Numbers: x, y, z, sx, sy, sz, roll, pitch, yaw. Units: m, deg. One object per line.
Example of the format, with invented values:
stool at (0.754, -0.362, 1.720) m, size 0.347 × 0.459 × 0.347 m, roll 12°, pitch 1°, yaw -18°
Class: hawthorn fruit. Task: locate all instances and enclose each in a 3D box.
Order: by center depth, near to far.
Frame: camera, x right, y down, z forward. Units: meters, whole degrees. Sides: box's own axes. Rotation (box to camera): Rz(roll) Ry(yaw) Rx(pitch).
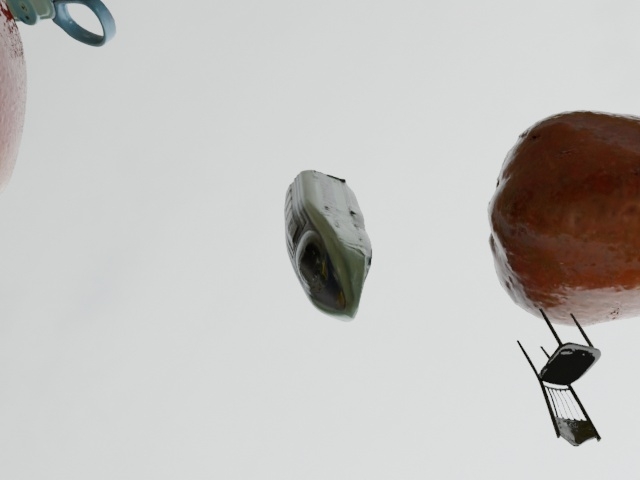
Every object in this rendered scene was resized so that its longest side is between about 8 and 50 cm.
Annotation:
hawthorn fruit at (0.295, -0.022, 1.046) m, size 0.299 × 0.211 × 0.211 m, roll -4°, pitch -126°, yaw 38°

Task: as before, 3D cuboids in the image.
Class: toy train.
toy train at (0.001, 0.000, 0.797) m, size 0.055 × 0.048 × 0.252 m, roll -63°, pitch -170°, yaw 13°

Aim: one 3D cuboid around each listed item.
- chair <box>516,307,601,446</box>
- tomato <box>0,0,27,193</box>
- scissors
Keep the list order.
chair at (0.159, 0.085, 0.710) m, size 0.042 × 0.037 × 0.086 m, roll -56°, pitch -143°, yaw 35°
tomato at (-0.359, -0.185, 0.972) m, size 0.170 × 0.309 × 0.309 m, roll -46°, pitch -148°, yaw 20°
scissors at (-0.330, -0.273, 1.255) m, size 0.256 × 0.125 × 0.030 m, roll 7°, pitch -135°, yaw 44°
